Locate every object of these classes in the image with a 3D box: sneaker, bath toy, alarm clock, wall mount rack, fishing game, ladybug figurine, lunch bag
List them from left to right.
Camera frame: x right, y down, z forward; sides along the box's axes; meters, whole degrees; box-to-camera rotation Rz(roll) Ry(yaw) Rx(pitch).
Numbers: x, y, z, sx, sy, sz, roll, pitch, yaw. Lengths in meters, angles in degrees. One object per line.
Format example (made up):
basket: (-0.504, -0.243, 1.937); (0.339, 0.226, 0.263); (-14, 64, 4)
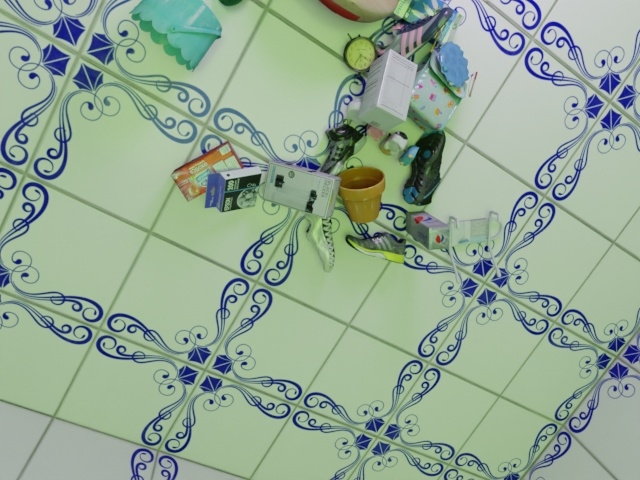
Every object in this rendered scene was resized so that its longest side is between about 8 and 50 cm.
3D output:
sneaker: (0.000, 0.000, 1.976); (0.119, 0.110, 0.291); (-8, 101, 0)
sneaker: (0.053, -0.375, 1.863); (0.268, 0.101, 0.153); (-46, 109, 0)
ladybug figurine: (0.072, -0.947, 1.616); (0.450, 0.162, 0.304); (33, 63, -17)
alarm clock: (0.155, -0.714, 1.786); (0.130, 0.064, 0.191); (-1, 111, -6)
sneaker: (0.252, 0.012, 2.029); (0.300, 0.111, 0.121); (15, 94, -20)
bath toy: (0.253, -0.457, 1.858); (0.348, 0.151, 0.129); (39, 60, -16)
sneaker: (0.345, -0.786, 1.716); (0.319, 0.112, 0.131); (-34, 105, 35)
sneaker: (0.465, -0.314, 1.964); (0.140, 0.125, 0.340); (10, 105, -42)
lunch bag: (0.456, -0.605, 1.830); (0.223, 0.160, 0.262); (37, 88, -18)
fishing game: (0.519, -0.686, 1.776); (0.264, 0.041, 0.189); (32, 66, -28)
wall mount rack: (0.709, 0.024, 2.091); (0.351, 0.130, 0.303); (-8, 109, -7)

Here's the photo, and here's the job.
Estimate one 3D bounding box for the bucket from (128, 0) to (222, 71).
bucket: (-0.487, -0.744, 1.556); (0.281, 0.281, 0.183); (41, 89, -19)

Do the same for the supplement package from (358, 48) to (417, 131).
supplement package: (0.255, -0.563, 1.712); (0.139, 0.134, 0.243); (20, 76, -24)

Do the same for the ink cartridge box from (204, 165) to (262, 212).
ink cartridge box: (-0.347, -0.195, 1.786); (0.209, 0.045, 0.206); (-13, 149, -26)

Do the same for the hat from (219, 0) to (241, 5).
hat: (-0.255, -0.942, 1.660); (0.209, 0.184, 0.172); (-2, 100, 35)

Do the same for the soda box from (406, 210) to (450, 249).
soda box: (0.453, -0.049, 1.937); (0.091, 0.286, 0.097); (-5, 108, -7)

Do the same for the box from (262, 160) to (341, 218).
box: (-0.077, -0.209, 1.825); (0.290, 0.087, 0.169); (19, 106, 16)

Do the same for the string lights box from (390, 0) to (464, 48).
string lights box: (0.412, -0.881, 1.773); (0.260, 0.076, 0.133); (25, 103, -16)

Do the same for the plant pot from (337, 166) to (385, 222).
plant pot: (0.174, -0.182, 1.904); (0.205, 0.205, 0.187); (-14, 125, -6)

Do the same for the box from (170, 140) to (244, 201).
box: (-0.444, -0.276, 1.788); (0.257, 0.122, 0.128); (-29, 110, 0)
